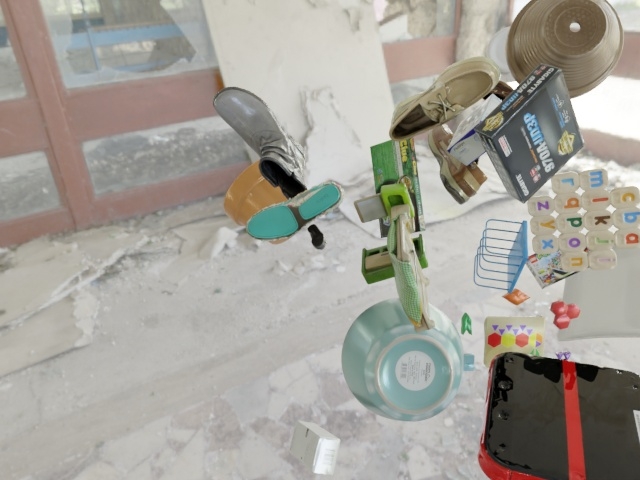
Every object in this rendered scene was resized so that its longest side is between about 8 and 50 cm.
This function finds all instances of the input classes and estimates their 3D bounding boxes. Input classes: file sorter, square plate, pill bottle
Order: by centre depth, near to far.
[{"bbox_3d":[0.471,0.039,1.331,0.104,0.170,0.118,8,55,10],"label":"file sorter"},{"bbox_3d":[0.582,-0.555,1.543,0.131,0.131,0.229,7,8,21],"label":"pill bottle"},{"bbox_3d":[0.947,0.163,1.654,0.049,0.348,0.344,26,-22,-18],"label":"square plate"}]

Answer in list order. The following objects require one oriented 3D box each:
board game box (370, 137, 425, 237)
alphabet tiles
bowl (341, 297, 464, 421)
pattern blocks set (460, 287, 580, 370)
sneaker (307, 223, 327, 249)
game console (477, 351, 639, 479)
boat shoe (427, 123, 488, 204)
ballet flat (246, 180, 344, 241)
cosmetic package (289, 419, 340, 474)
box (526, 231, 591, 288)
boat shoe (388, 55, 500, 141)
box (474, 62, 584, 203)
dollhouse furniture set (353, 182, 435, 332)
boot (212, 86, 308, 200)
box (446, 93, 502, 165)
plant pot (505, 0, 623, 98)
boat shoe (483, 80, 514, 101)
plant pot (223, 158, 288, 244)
[{"bbox_3d":[0.206,-0.144,1.367,0.030,0.260,0.136,-3,-5,-42],"label":"board game box"},{"bbox_3d":[0.731,-0.053,1.406,0.277,0.285,0.021,-6,11,28],"label":"alphabet tiles"},{"bbox_3d":[0.207,0.299,1.201,0.311,0.312,0.163,-5,1,1],"label":"bowl"},{"bbox_3d":[0.536,0.275,1.395,0.324,0.286,0.026,9,5,-5],"label":"pattern blocks set"},{"bbox_3d":[-0.002,0.001,1.780,0.051,0.089,0.170,-30,34,3],"label":"sneaker"},{"bbox_3d":[0.532,0.394,1.098,0.341,0.060,0.386,7,29,20],"label":"game console"},{"bbox_3d":[0.397,-0.236,1.433,0.119,0.122,0.324,-36,37,28],"label":"boat shoe"},{"bbox_3d":[-0.053,-0.060,1.171,0.240,0.091,0.077,-22,-3,3],"label":"ballet flat"},{"bbox_3d":[-0.024,0.699,1.720,0.085,0.118,0.231,18,-13,-21],"label":"cosmetic package"},{"bbox_3d":[0.801,0.067,1.684,0.206,0.036,0.114,-25,64,1],"label":"box"},{"bbox_3d":[0.280,-0.318,1.186,0.302,0.109,0.098,-19,37,49],"label":"boat shoe"},{"bbox_3d":[0.413,-0.202,0.988,0.175,0.220,0.051,-44,42,3],"label":"box"},{"bbox_3d":[0.136,0.041,1.075,0.151,0.198,0.302,-15,32,17],"label":"dollhouse furniture set"},{"bbox_3d":[-0.155,-0.267,1.394,0.118,0.338,0.223,-42,29,24],"label":"boot"},{"bbox_3d":[0.406,-0.280,1.291,0.072,0.126,0.137,37,56,-7],"label":"box"},{"bbox_3d":[0.517,-0.423,1.058,0.237,0.238,0.109,0,1,10],"label":"plant pot"},{"bbox_3d":[0.564,-0.401,1.483,0.073,0.073,0.207,-29,45,-19],"label":"boat shoe"},{"bbox_3d":[-0.161,-0.125,1.771,0.203,0.291,0.290,45,48,17],"label":"plant pot"}]
